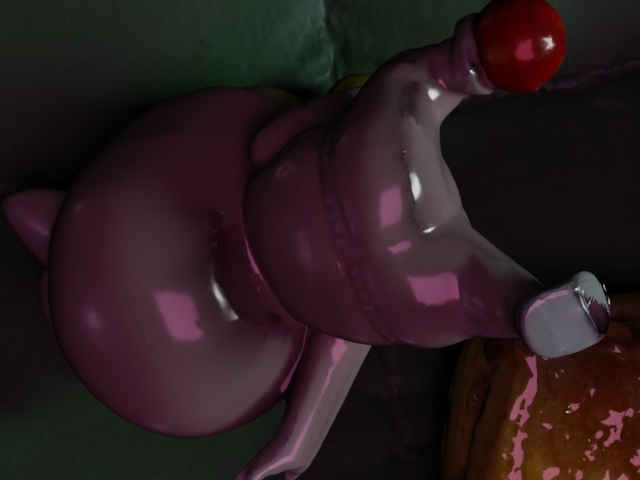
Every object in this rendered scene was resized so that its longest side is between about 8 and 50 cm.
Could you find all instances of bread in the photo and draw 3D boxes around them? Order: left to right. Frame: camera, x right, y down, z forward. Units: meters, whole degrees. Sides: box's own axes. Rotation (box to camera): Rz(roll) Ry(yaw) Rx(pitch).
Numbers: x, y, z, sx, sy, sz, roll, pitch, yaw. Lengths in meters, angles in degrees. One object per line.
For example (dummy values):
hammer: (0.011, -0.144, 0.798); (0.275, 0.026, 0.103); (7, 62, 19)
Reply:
bread: (0.162, 0.141, 0.949); (0.210, 0.099, 0.235); (3, 104, -15)

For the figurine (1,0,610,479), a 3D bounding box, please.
figurine: (0.000, 0.000, 0.811); (0.287, 0.186, 0.176); (-20, 106, 35)
